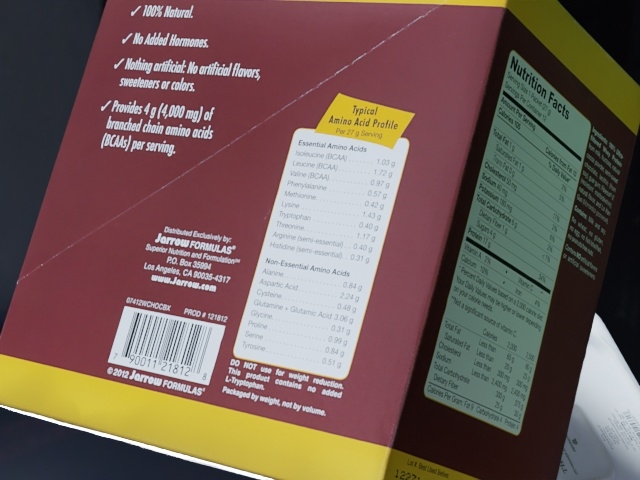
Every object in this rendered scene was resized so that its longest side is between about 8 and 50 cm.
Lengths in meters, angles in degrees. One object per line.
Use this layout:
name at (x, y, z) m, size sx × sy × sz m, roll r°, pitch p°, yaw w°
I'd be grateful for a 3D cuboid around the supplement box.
supplement box at (0.000, 0.000, 0.579) m, size 0.191 × 0.129 × 0.194 m, roll 8°, pitch -102°, yaw 35°

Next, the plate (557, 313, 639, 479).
plate at (0.173, 0.164, 1.100) m, size 0.277 × 0.278 × 0.045 m, roll 63°, pitch -39°, yaw 29°
